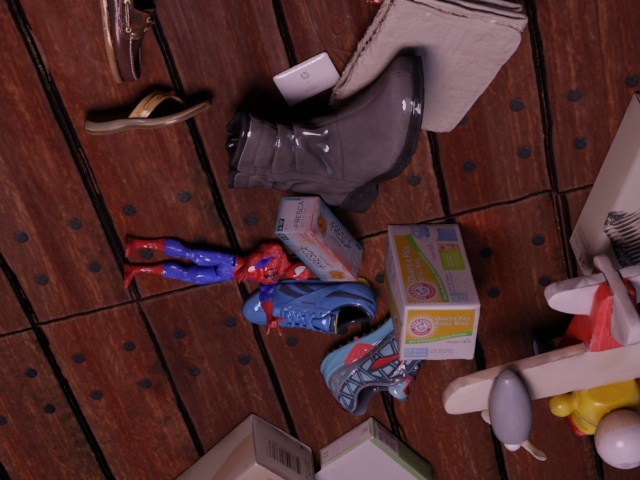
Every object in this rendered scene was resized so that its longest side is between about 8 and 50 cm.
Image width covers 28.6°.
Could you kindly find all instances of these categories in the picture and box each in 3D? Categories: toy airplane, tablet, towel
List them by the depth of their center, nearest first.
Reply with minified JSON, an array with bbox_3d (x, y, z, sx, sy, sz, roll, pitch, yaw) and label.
[{"bbox_3d":[0.138,-0.239,1.657,0.187,0.049,0.282,11,151,-16],"label":"towel"},{"bbox_3d":[-0.018,-0.223,1.739,0.083,0.006,0.054,-25,125,11],"label":"tablet"},{"bbox_3d":[0.430,0.196,1.851,0.384,0.272,0.386,14,144,-43],"label":"toy airplane"}]

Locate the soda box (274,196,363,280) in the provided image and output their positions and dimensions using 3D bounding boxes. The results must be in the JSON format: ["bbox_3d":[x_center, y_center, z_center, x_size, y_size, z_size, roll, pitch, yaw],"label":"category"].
[{"bbox_3d":[0.000,0.000,1.822,0.063,0.058,0.183,0,155,24],"label":"soda box"}]

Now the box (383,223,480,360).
[{"bbox_3d":[0.161,0.074,1.854,0.114,0.203,0.103,-1,126,-5],"label":"box"}]

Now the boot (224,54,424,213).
[{"bbox_3d":[-0.005,-0.139,1.674,0.223,0.118,0.338,9,148,-14],"label":"boot"}]

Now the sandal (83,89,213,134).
[{"bbox_3d":[-0.238,-0.180,1.718,0.180,0.072,0.049,-7,105,4],"label":"sandal"}]

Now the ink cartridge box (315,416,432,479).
[{"bbox_3d":[0.054,0.426,2.194,0.235,0.056,0.171,-35,122,22],"label":"ink cartridge box"}]

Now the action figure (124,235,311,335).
[{"bbox_3d":[-0.149,0.061,1.859,0.280,0.139,0.091,1,127,-10],"label":"action figure"}]

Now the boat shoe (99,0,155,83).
[{"bbox_3d":[-0.249,-0.298,1.617,0.073,0.073,0.207,-5,127,0],"label":"boat shoe"}]

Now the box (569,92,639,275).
[{"bbox_3d":[0.471,-0.072,1.848,0.113,0.094,0.275,8,125,-10],"label":"box"}]

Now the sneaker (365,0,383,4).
[{"bbox_3d":[0.120,-0.350,1.627,0.225,0.088,0.092,1,102,-4],"label":"sneaker"}]

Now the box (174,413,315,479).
[{"bbox_3d":[-0.165,0.452,2.148,0.148,0.121,0.311,34,116,-27],"label":"box"}]

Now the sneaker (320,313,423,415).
[{"bbox_3d":[0.130,0.190,1.974,0.262,0.125,0.104,-33,153,22],"label":"sneaker"}]

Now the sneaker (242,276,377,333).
[{"bbox_3d":[-0.017,0.107,1.936,0.209,0.082,0.069,-6,128,0],"label":"sneaker"}]
